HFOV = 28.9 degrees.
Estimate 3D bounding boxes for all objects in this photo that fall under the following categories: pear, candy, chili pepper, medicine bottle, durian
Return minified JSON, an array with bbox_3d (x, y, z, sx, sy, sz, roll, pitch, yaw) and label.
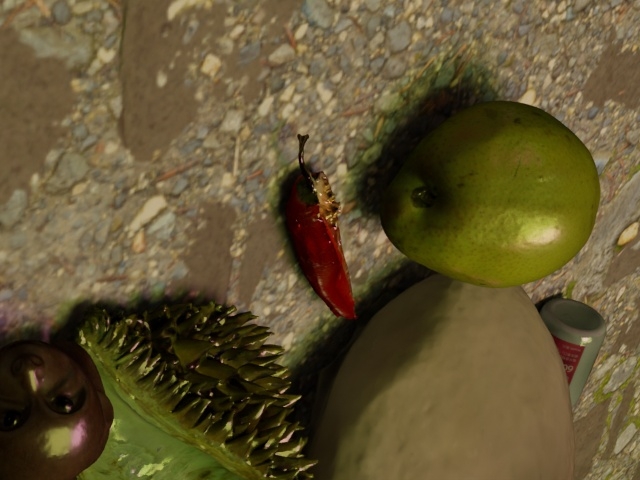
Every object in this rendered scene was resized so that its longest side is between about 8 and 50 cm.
[{"bbox_3d":[0.162,-0.044,1.208,0.220,0.187,0.187,2,120,-28],"label":"pear"},{"bbox_3d":[0.148,0.239,1.335,0.386,0.186,0.427,16,80,-46],"label":"candy"},{"bbox_3d":[0.000,0.000,1.156,0.050,0.059,0.268,-10,143,3],"label":"chili pepper"},{"bbox_3d":[0.306,0.187,1.658,0.090,0.090,0.216,-17,132,-43],"label":"medicine bottle"},{"bbox_3d":[-0.121,0.165,1.135,0.198,0.163,0.394,-16,142,13],"label":"durian"}]

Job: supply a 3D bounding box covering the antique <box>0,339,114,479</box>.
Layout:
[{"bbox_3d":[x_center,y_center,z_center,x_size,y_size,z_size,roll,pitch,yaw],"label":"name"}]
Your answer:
[{"bbox_3d":[-0.226,0.185,0.941,0.121,0.143,0.257,-1,120,-36],"label":"antique"}]
